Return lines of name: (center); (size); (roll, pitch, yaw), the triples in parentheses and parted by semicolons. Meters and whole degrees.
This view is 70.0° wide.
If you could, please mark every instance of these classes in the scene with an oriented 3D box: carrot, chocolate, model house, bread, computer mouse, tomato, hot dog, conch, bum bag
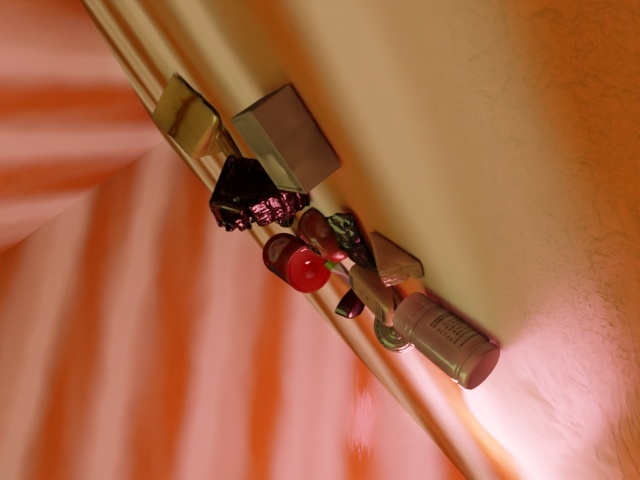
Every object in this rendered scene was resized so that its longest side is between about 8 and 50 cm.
carrot: (-0.153, -0.129, 1.790); (0.070, 0.070, 0.260); (44, 166, 24)
chocolate: (0.140, 0.266, 1.897); (0.080, 0.125, 0.149); (33, -163, 28)
model house: (-0.176, -0.127, 1.501); (0.283, 0.297, 0.317); (4, 153, 3)
bread: (0.194, 0.037, 1.187); (0.077, 0.105, 0.152); (63, -166, -47)
computer mouse: (0.179, 0.166, 1.454); (0.236, 0.082, 0.145); (45, 155, 38)
tomato: (-0.003, 0.001, 1.597); (0.228, 0.101, 0.228); (43, 167, 13)
hot dog: (-0.370, -0.370, 1.881); (0.215, 0.066, 0.047); (61, -154, -45)
conch: (0.245, 0.301, 1.533); (0.172, 0.131, 0.200); (45, 166, 18)
bum bag: (0.093, 0.006, 1.337); (0.102, 0.069, 0.248); (-6, 131, 30)
bread: (-0.524, -0.549, 1.958); (0.345, 0.242, 0.405); (52, 135, 5)

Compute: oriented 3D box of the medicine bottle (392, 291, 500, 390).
medicine bottle: (0.309, 0.247, 1.151); (0.250, 0.133, 0.133); (36, 162, 42)

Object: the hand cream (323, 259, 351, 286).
hand cream: (0.123, 0.173, 1.804); (0.275, 0.050, 0.079); (46, -167, -6)

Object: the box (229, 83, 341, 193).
box: (-0.091, -0.246, 1.130); (0.225, 0.117, 0.225); (55, 167, -21)

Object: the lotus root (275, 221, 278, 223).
lotus root: (-0.183, -0.108, 1.958); (0.072, 0.063, 0.152); (25, -158, -54)

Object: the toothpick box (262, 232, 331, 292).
toothpick box: (-0.109, 0.088, 1.976); (0.204, 0.204, 0.333); (55, 166, -21)
